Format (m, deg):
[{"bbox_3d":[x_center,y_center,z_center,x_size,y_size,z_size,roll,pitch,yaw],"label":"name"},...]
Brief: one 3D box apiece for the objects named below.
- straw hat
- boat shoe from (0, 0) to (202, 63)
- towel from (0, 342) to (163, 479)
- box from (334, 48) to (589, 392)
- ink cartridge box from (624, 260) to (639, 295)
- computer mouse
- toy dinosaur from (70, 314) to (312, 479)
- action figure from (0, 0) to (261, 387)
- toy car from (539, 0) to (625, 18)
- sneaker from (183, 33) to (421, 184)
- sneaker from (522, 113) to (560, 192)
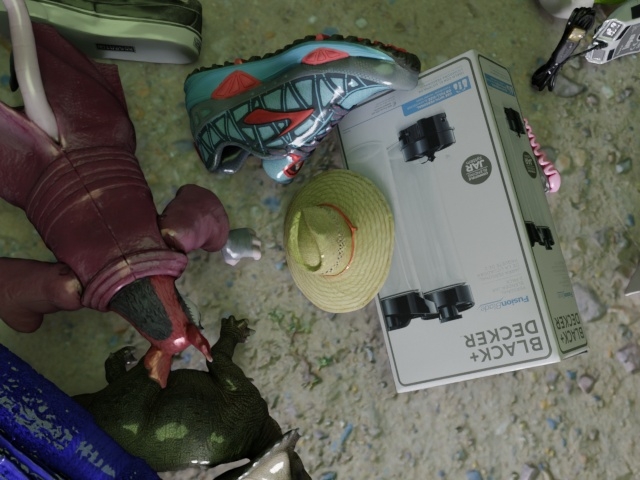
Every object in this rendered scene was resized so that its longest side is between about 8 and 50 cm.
[{"bbox_3d":[0.000,0.000,0.711,0.145,0.061,0.144,0,90,36],"label":"straw hat"},{"bbox_3d":[-0.233,-0.235,0.764,0.220,0.078,0.070,5,78,-14],"label":"boat shoe"},{"bbox_3d":[-0.227,0.209,0.597,0.308,0.227,0.076,39,44,3],"label":"towel"},{"bbox_3d":[0.130,-0.013,0.711,0.169,0.087,0.289,-18,79,33],"label":"box"},{"bbox_3d":[0.408,-0.007,0.781,0.060,0.104,0.180,33,77,1],"label":"ink cartridge box"},{"bbox_3d":[0.329,-0.237,0.835,0.193,0.106,0.042,-22,61,-23],"label":"computer mouse"},{"bbox_3d":[-0.134,0.149,0.647,0.314,0.160,0.120,14,118,-5],"label":"toy dinosaur"},{"bbox_3d":[-0.192,-0.049,0.637,0.248,0.275,0.370,-30,69,-21],"label":"action figure"},{"bbox_3d":[0.303,-0.354,0.822,0.159,0.136,0.182,-33,84,-13],"label":"toy car"},{"bbox_3d":[-0.017,-0.118,0.714,0.262,0.104,0.125,-5,89,36],"label":"sneaker"},{"bbox_3d":[0.211,-0.096,0.808,0.057,0.047,0.119,-30,82,-1],"label":"sneaker"}]
